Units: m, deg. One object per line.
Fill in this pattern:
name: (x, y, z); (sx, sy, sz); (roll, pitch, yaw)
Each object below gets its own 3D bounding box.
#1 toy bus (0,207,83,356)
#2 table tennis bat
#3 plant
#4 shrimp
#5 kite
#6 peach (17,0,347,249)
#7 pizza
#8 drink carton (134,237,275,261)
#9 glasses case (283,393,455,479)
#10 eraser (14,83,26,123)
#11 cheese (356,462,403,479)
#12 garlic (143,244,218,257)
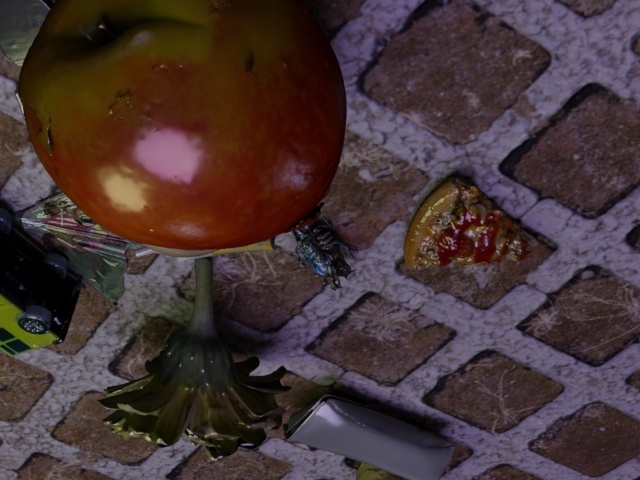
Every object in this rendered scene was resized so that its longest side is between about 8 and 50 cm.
toy bus: (-0.495, 0.050, 1.516); (0.150, 0.128, 0.262); (-19, 133, 29)
table tennis bat: (-0.359, -0.238, 1.287); (0.087, 0.013, 0.156); (-7, 124, 7)
plant: (-0.165, 0.208, 1.586); (0.261, 0.306, 0.297); (37, 101, 4)
shrimp: (-0.003, -0.002, 1.509); (0.082, 0.076, 0.174); (-42, 127, -14)
kite: (-0.331, -0.009, 1.536); (0.267, 0.013, 0.323); (13, 135, -10)
peach: (-0.144, -0.144, 1.161); (0.370, 0.370, 0.370); (1, 135, 1)
pizza: (0.228, -0.003, 1.489); (0.198, 0.062, 0.188); (11, 137, -11)
drink carton: (-0.168, -0.014, 1.481); (0.200, 0.074, 0.084); (-7, 132, 10)
glasses case: (0.092, 0.344, 1.829); (0.308, 0.083, 0.128); (24, 125, -20)
eraser: (-0.322, -0.166, 1.369); (0.150, 0.023, 0.104); (-2, 135, 5)
cheese: (0.111, 0.501, 1.924); (0.093, 0.167, 0.123); (5, 132, 0)
garlic: (-0.207, -0.077, 1.356); (0.164, 0.145, 0.245); (-40, 111, 8)
